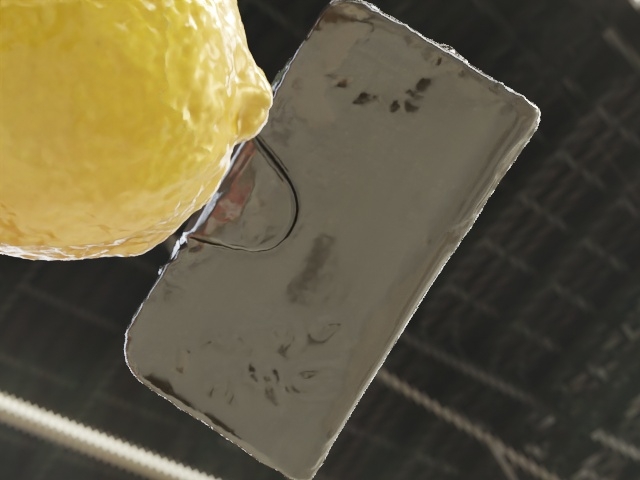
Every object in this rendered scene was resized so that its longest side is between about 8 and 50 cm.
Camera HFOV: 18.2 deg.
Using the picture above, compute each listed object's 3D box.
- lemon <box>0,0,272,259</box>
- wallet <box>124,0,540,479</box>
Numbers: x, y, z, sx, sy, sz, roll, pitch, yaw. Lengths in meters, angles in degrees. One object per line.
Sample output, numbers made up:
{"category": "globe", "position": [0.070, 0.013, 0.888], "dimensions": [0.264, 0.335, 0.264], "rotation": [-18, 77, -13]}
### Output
{"category": "lemon", "position": [-0.111, -0.063, 0.745], "dimensions": [0.187, 0.142, 0.142], "rotation": [0, -32, 8]}
{"category": "wallet", "position": [0.000, 0.000, 1.322], "dimensions": [0.309, 0.165, 0.042], "rotation": [-57, 3, 16]}
